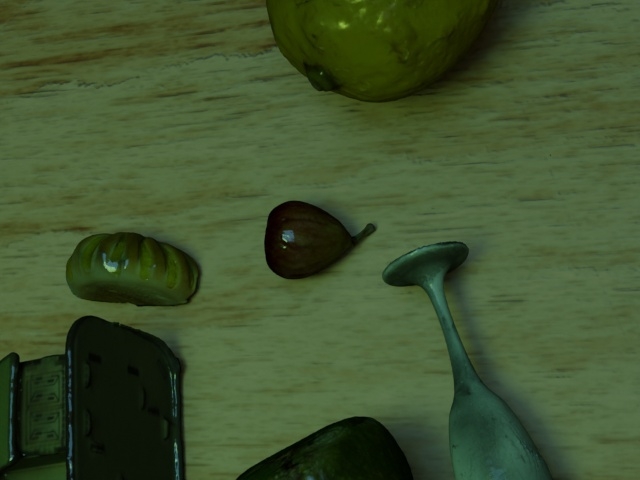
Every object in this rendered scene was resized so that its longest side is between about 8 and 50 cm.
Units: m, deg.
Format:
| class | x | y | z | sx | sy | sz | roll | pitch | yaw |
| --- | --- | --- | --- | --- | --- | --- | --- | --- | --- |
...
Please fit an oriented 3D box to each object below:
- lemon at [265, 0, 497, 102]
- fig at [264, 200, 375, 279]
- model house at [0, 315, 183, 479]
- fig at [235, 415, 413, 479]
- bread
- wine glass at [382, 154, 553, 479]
| class | x | y | z | sx | sy | sz | roll | pitch | yaw |
| --- | --- | --- | --- | --- | --- | --- | --- | --- | --- |
| lemon | 0.072 | -0.291 | 1.225 | 0.260 | 0.260 | 0.284 | 41 | 102 | 25 |
| fig | 0.000 | 0.000 | 1.247 | 0.125 | 0.089 | 0.088 | 1 | 71 | -2 |
| model house | -0.316 | 0.218 | 1.215 | 0.279 | 0.205 | 0.218 | -12 | 68 | 21 |
| fig | 0.022 | 0.303 | 1.084 | 0.203 | 0.203 | 0.235 | -29 | 88 | 6 |
| bread | -0.231 | 0.030 | 1.299 | 0.157 | 0.094 | 0.083 | -1 | 76 | 25 |
| wine glass | 0.178 | 0.120 | 1.059 | 0.096 | 0.264 | 0.309 | -8 | 66 | -22 |
